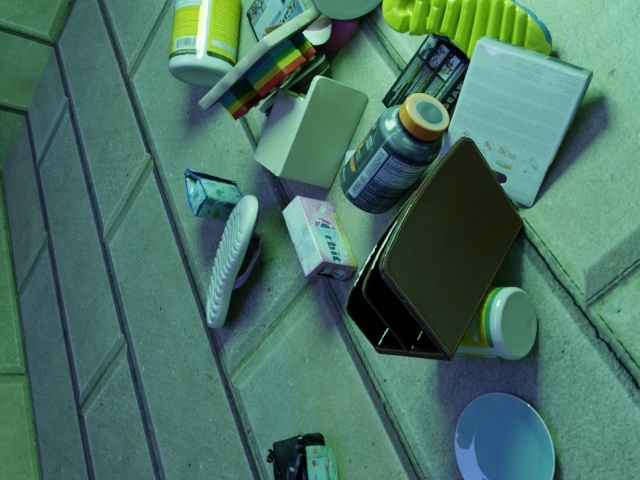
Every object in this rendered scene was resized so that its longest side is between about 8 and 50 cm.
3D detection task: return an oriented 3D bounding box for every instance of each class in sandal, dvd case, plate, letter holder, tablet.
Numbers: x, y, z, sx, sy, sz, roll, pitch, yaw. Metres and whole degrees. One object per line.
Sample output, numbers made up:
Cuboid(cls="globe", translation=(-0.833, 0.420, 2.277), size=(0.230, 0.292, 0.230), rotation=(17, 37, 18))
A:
Cuboid(cls="sandal", translation=(-0.205, 0.055, 1.649), size=(0.169, 0.102, 0.416), rotation=(-105, 31, -46))
Cuboid(cls="sandal", translation=(0.274, -0.397, 1.157), size=(0.317, 0.138, 0.126), rotation=(35, 127, 25))
Cuboid(cls="dvd case", translation=(-0.115, -0.595, 1.719), size=(0.180, 0.022, 0.253), rotation=(-46, 51, 34))
Cuboid(cls="plate", translation=(0.302, 0.344, 1.057), size=(0.188, 0.024, 0.188), rotation=(-11, 75, 48))
Cuboid(cls="letter holder", translation=(0.162, 0.004, 1.032), size=(0.152, 0.214, 0.301), rotation=(-5, 41, 49))
Cuboid(cls="tablet", translation=(0.071, -0.160, 1.433), size=(0.054, 0.006, 0.083), rotation=(-2, 81, 49))

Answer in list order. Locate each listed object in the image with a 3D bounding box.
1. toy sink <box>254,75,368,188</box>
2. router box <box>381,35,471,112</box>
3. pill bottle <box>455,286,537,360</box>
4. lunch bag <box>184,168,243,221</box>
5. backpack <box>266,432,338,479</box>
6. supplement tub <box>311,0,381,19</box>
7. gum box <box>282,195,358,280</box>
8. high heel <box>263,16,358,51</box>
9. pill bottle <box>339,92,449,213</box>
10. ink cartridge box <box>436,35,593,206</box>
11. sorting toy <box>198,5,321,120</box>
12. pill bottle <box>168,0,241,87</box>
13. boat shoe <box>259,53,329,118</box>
Cuboid(cls="toy sink", translation=(-0.025, -0.257, 1.452), size=(0.131, 0.153, 0.234), rotation=(40, 114, 46))
Cuboid(cls="router box", translation=(0.212, -0.302, 1.268), size=(0.179, 0.046, 0.133), rotation=(-53, 48, 28))
Cuboid(cls="pill bottle", translation=(0.244, 0.137, 1.092), size=(0.208, 0.118, 0.117), rotation=(-6, 78, 49))
Cuboid(cls="lunch bag", translation=(-0.293, -0.132, 1.752), size=(0.096, 0.129, 0.151), rotation=(-54, 45, 26))
Cuboid(cls="backpack", translation=(-0.029, 0.500, 1.339), size=(0.152, 0.115, 0.181), rotation=(-40, 55, 51))
Cuboid(cls="supplement tub", translation=(0.028, -0.665, 1.438), size=(0.193, 0.194, 0.315), rotation=(-42, 53, 36))
Cuboid(cls="gum box", translation=(0.000, 0.000, 1.406), size=(0.062, 0.107, 0.188), rotation=(-45, 52, 35))
Cuboid(cls="high heel", translation=(-0.025, -0.499, 1.523), size=(0.244, 0.117, 0.082), rotation=(9, 89, 50))
Cuboid(cls="pill bottle", translation=(0.142, -0.165, 1.214), size=(0.245, 0.131, 0.130), rotation=(-52, 46, 51))
Cuboid(cls="ink cartridge box", translation=(0.318, -0.200, 1.084), size=(0.189, 0.066, 0.232), rotation=(28, 127, 22))
Cuboid(cls="sorting toy", translation=(-0.111, -0.388, 1.454), size=(0.257, 0.255, 0.089), rotation=(-31, 104, 42))
Cuboid(cls="pill bottle", translation=(-0.324, -0.624, 1.839), size=(0.188, 0.188, 0.333), rotation=(-3, 80, 49))
Cuboid(cls="boat shoe", translation=(-0.053, -0.364, 1.572), size=(0.228, 0.068, 0.081), rotation=(-32, 20, 36))
